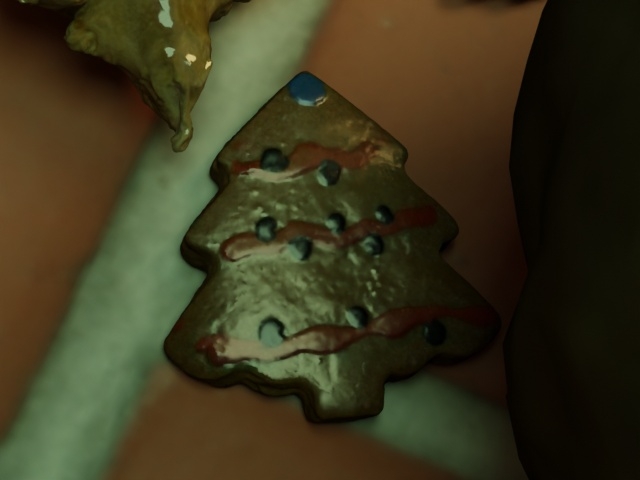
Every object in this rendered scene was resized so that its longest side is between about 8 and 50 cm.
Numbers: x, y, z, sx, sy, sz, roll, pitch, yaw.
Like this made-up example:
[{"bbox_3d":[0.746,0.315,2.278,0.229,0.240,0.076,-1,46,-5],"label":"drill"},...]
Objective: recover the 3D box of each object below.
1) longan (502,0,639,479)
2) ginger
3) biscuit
[{"bbox_3d":[0.275,0.001,0.485,0.436,0.404,0.404,8,68,-3],"label":"longan"},{"bbox_3d":[-0.089,-0.142,0.623,0.214,0.059,0.133,43,62,2],"label":"ginger"},{"bbox_3d":[0.000,0.000,0.615,0.119,0.019,0.130,-5,71,-16],"label":"biscuit"}]
